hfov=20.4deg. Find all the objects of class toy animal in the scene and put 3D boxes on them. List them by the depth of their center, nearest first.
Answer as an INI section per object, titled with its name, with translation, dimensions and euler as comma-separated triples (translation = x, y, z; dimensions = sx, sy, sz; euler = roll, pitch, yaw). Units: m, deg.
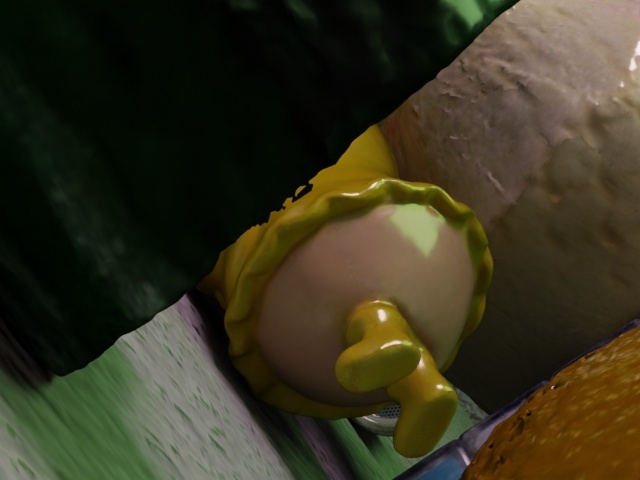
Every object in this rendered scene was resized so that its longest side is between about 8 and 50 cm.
[toy animal]
translation = 0.002, 0.003, 0.861
dimensions = 0.156, 0.156, 0.230
euler = 53, 7, -45

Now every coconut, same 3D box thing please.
[coconut]
translation = 0.149, -0.022, 0.986
dimensions = 0.259, 0.259, 0.259
euler = 55, 3, -4

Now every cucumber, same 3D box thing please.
[cucumber]
translation = -0.042, -0.064, 0.514
dimensions = 0.130, 0.191, 0.191
euler = 55, 3, -7

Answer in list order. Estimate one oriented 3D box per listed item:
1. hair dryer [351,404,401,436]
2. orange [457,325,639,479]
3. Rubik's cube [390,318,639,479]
[hair dryer]
translation = 0.086, 0.023, 1.241
dimensions = 0.073, 0.236, 0.131
euler = 25, -1, 7
[orange]
translation = 0.144, 0.136, 0.437
dimensions = 0.274, 0.274, 0.274
euler = 55, 3, -4
[Rubik's cube]
translation = 0.240, 0.212, 0.886
dimensions = 0.292, 0.293, 0.287
euler = 56, 2, 40
